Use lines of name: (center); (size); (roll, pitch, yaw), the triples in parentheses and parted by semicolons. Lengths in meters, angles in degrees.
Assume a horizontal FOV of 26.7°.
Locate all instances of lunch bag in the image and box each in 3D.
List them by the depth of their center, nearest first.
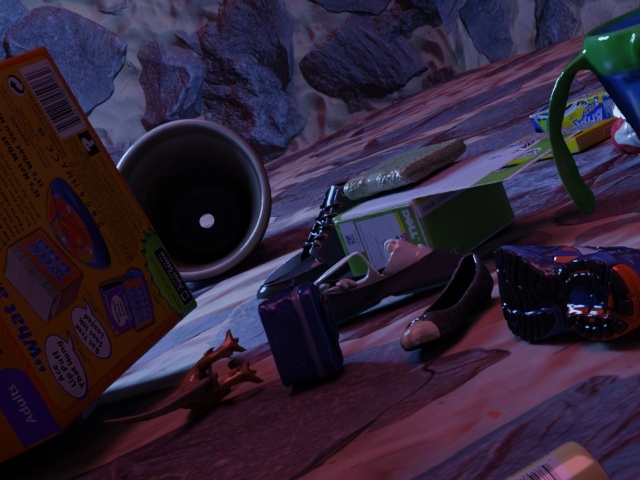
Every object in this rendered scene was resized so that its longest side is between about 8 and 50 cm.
lunch bag: (-0.016, 0.086, 1.298); (0.065, 0.098, 0.067); (-18, 4, 6)

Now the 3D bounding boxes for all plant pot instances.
plant pot: (-0.202, -0.047, 2.239); (0.263, 0.263, 0.229); (-22, -10, -1)

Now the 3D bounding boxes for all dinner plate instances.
dinner plate: (-0.013, 0.028, 1.820); (0.141, 0.017, 0.141); (-30, -9, -5)

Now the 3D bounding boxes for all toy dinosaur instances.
toy dinosaur: (-0.121, 0.150, 1.350); (0.112, 0.064, 0.211); (-39, -4, 12)

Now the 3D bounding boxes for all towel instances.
towel: (0.106, -0.088, 1.666); (0.110, 0.027, 0.148); (-13, 11, 41)

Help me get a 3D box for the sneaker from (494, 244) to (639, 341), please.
sneaker: (0.218, 0.041, 1.121); (0.087, 0.083, 0.221); (-11, 9, -23)

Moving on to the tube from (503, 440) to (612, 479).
tube: (0.044, 0.186, 0.690); (0.240, 0.062, 0.070); (-28, -32, -9)

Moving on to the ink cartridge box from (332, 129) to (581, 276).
ink cartridge box: (0.173, -0.035, 1.593); (0.255, 0.097, 0.188); (-13, 12, 41)

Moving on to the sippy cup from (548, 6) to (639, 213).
sippy cup: (0.364, -0.107, 1.121); (0.240, 0.224, 0.305); (-26, 10, -33)

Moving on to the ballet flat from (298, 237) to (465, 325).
ballet flat: (0.066, 0.039, 1.484); (0.203, 0.074, 0.074); (-21, 9, 5)

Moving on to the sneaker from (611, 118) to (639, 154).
sneaker: (0.488, -0.188, 1.745); (0.279, 0.107, 0.118); (-23, -1, -22)

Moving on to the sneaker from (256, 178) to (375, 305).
sneaker: (0.000, 0.000, 1.720); (0.222, 0.118, 0.083); (-26, 9, -24)

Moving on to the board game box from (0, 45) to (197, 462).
board game box: (-0.423, 0.051, 1.481); (0.356, 0.357, 0.356); (-27, 8, 23)

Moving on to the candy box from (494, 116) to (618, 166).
candy box: (0.356, -0.149, 2.068); (0.105, 0.027, 0.206); (-23, 8, -32)

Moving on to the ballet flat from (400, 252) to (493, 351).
ballet flat: (0.115, 0.062, 1.281); (0.057, 0.049, 0.173); (-18, 10, 32)

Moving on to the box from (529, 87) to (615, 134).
box: (0.422, -0.203, 2.143); (0.168, 0.054, 0.059); (-15, 11, 37)

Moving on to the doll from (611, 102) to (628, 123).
doll: (0.431, -0.152, 1.564); (0.189, 0.129, 0.046); (14, 16, -31)

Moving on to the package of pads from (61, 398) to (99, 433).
package of pads: (-0.285, 0.192, 1.530); (0.050, 0.032, 0.083); (-26, 7, 7)
